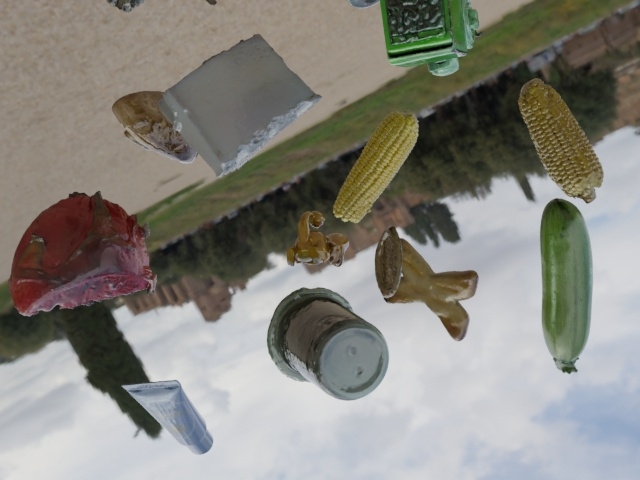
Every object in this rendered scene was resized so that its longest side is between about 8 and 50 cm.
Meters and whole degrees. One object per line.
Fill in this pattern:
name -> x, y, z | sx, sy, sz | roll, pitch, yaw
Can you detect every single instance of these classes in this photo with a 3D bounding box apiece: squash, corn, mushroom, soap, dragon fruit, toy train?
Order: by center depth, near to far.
toy train -> 0.156, -0.368, 1.143 | 0.132, 0.243, 0.188 | -6, -175, 23
corn -> 0.091, -0.119, 1.244 | 0.206, 0.067, 0.067 | -58, -176, 7
soap -> -0.183, -0.175, 1.268 | 0.258, 0.159, 0.302 | -47, -171, -39
corn -> 0.461, -0.190, 1.486 | 0.097, 0.262, 0.097 | -28, -177, 2
squash -> 0.514, 0.094, 1.620 | 0.107, 0.395, 0.107 | -7, -162, 2
dragon fruit -> -0.557, 0.023, 1.813 | 0.343, 0.282, 0.100 | -13, -179, -28
mushroom -> -0.383, -0.260, 1.914 | 0.156, 0.151, 0.285 | -42, 154, 13

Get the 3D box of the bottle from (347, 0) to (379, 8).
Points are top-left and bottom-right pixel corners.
bottle -> 0.014, -0.548, 1.375 | 0.093, 0.330, 0.093 | -21, 149, -14

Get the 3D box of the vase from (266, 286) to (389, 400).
vase -> 0.022, 0.251, 1.784 | 0.245, 0.245, 0.291 | -29, -165, -12

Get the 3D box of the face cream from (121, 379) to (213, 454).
face cream -> -0.354, 0.433, 1.917 | 0.135, 0.385, 0.086 | -6, -126, 9

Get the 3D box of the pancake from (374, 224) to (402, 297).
pancake -> 0.106, 0.033, 1.199 | 0.011, 0.115, 0.115 | 0, 179, -17

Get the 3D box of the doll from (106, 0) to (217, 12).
doll -> -0.286, -0.488, 1.485 | 0.202, 0.091, 0.286 | 6, -147, -5

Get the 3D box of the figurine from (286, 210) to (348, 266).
figurine -> 0.001, -0.004, 1.686 | 0.121, 0.122, 0.176 | -10, 173, 31

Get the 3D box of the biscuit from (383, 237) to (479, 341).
biscuit -> 0.231, 0.099, 1.624 | 0.208, 0.164, 0.047 | 27, -146, 33
